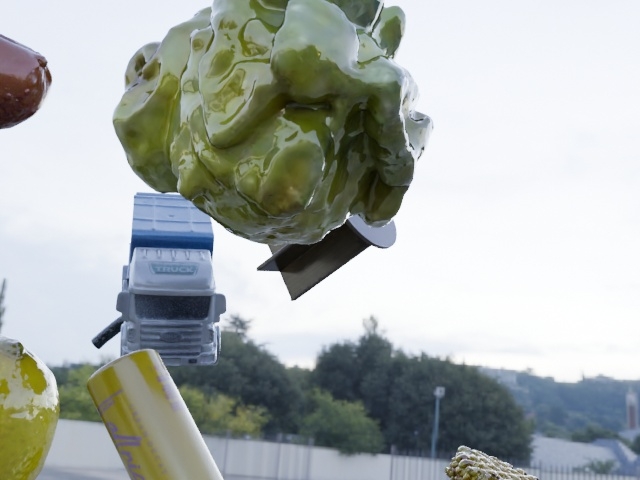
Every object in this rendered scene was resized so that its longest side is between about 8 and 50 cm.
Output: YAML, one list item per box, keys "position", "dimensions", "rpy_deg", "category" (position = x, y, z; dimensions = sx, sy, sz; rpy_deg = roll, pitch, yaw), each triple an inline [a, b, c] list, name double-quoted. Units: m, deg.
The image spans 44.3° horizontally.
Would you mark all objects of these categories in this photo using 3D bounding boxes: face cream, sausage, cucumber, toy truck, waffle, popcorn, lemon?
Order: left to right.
- position: [-0.310, -0.130, 0.636]
  dimensions: [0.179, 0.089, 0.089]
  rpy_deg: [2, -12, -30]
  category: "sausage"
- position: [-0.459, 0.241, 1.001]
  dimensions: [0.234, 0.288, 0.233]
  rpy_deg: [32, 16, -10]
  category: "lemon"
- position: [-0.469, 0.198, 1.812]
  dimensions: [0.133, 0.032, 0.032]
  rpy_deg: [-39, -23, 2]
  category: "cucumber"
- position: [-0.227, 0.049, 1.177]
  dimensions: [0.146, 0.175, 0.367]
  rpy_deg: [1, 21, -14]
  category: "toy truck"
- position: [-0.134, 0.239, 0.758]
  dimensions: [0.078, 0.273, 0.078]
  rpy_deg: [-29, -16, -9]
  category: "face cream"
- position: [-0.031, -0.137, 0.790]
  dimensions: [0.313, 0.312, 0.312]
  rpy_deg: [4, -16, 1]
  category: "popcorn"
- position: [0.324, 0.448, 1.430]
  dimensions: [0.193, 0.070, 0.197]
  rpy_deg: [22, 1, 0]
  category: "waffle"

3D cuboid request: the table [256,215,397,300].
- position: [0.000, 0.000, 1.429]
  dimensions: [0.227, 0.167, 0.167]
  rpy_deg: [-37, -37, 29]
  category: "table"
